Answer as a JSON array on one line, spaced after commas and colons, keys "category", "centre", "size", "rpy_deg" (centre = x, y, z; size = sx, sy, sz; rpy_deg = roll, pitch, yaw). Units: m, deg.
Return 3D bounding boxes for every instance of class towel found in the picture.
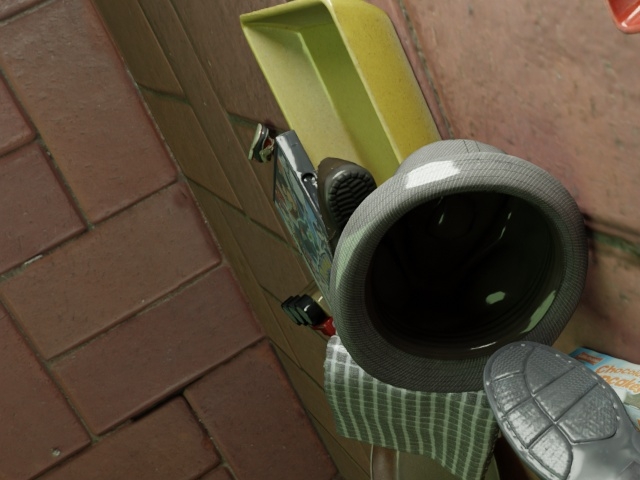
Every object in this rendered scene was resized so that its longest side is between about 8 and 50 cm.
[{"category": "towel", "centre": [0.130, 0.210, 1.198], "size": [0.235, 0.121, 0.284], "rpy_deg": [10, 148, 13]}]

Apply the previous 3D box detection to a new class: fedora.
[{"category": "fedora", "centre": [0.129, 0.010, 0.885], "size": [0.124, 0.243, 0.275], "rpy_deg": [-92, 1, -52]}]

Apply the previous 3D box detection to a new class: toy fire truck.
[{"category": "toy fire truck", "centre": [0.044, 0.189, 1.723], "size": [0.246, 0.158, 0.217], "rpy_deg": [49, 167, -5]}]

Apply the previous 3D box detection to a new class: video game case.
[{"category": "video game case", "centre": [0.000, 0.000, 1.292], "size": [0.248, 0.035, 0.275], "rpy_deg": [63, 170, 12]}]

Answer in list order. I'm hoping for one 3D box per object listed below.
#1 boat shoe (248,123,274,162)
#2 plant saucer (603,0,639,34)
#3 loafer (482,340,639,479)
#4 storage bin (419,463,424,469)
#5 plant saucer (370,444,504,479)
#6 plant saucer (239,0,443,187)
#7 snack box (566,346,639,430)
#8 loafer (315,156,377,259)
[{"category": "boat shoe", "centre": [-0.106, -0.177, 1.667], "size": [0.043, 0.049, 0.137], "rpy_deg": [17, 163, -4]}, {"category": "plant saucer", "centre": [0.188, -0.240, 0.426], "size": [0.259, 0.047, 0.258], "rpy_deg": [62, 167, -13]}, {"category": "loafer", "centre": [0.253, 0.210, 0.792], "size": [0.302, 0.109, 0.095], "rpy_deg": [44, 162, 45]}, {"category": "storage bin", "centre": [0.214, 0.360, 1.565], "size": [0.135, 0.098, 0.091], "rpy_deg": [45, 150, 48]}, {"category": "plant saucer", "centre": [0.196, 0.394, 1.482], "size": [0.310, 0.050, 0.311], "rpy_deg": [-3, 86, 53]}, {"category": "plant saucer", "centre": [0.047, -0.144, 1.085], "size": [0.333, 0.081, 0.333], "rpy_deg": [63, 166, -18]}, {"category": "snack box", "centre": [0.341, 0.215, 0.824], "size": [0.187, 0.060, 0.322], "rpy_deg": [63, 167, -11]}, {"category": "loafer", "centre": [0.044, -0.014, 1.068], "size": [0.078, 0.080, 0.220], "rpy_deg": [-121, 14, -49]}]
